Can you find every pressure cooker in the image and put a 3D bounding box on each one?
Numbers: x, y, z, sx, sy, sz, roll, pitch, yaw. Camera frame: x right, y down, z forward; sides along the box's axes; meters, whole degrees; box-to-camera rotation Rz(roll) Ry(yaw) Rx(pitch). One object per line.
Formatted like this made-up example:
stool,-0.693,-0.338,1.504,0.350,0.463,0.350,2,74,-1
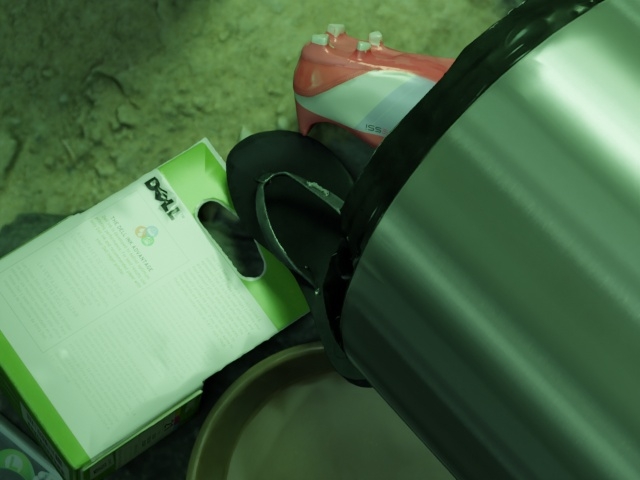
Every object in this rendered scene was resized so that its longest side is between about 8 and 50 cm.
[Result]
pressure cooker,0.255,0.074,1.044,0.420,0.370,0.375,47,136,26

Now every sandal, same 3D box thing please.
sandal,0.001,0.000,1.289,0.097,0.054,0.254,-37,58,5

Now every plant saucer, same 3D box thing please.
plant saucer,0.021,0.219,1.317,0.278,0.041,0.278,0,89,19

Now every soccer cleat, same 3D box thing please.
soccer cleat,0.094,-0.103,1.285,0.248,0.083,0.095,16,118,17

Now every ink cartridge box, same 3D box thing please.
ink cartridge box,-0.151,0.063,1.363,0.255,0.097,0.189,-33,76,-19

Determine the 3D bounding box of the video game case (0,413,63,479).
video game case,-0.330,0.230,1.453,0.190,0.022,0.173,36,101,17
